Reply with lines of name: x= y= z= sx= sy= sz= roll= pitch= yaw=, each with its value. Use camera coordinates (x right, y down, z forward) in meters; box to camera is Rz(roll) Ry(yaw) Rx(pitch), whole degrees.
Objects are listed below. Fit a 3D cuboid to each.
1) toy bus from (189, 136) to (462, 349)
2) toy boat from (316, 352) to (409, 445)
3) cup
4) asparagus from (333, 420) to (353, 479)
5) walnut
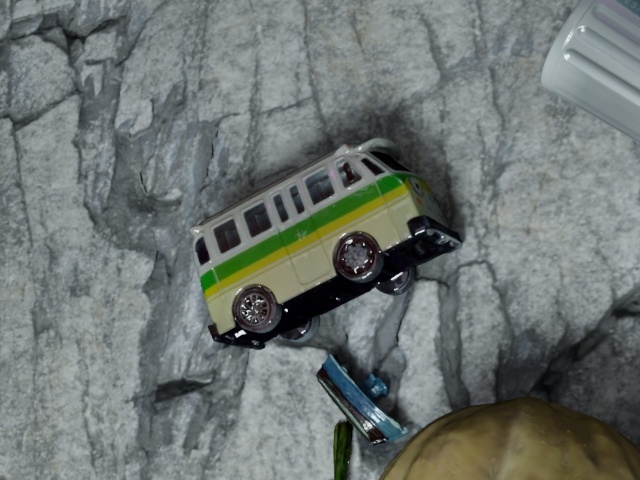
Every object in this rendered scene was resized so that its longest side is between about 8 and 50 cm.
toy bus: x=0.000 y=0.000 z=1.629 sx=0.305 sy=0.143 sz=0.179 roll=-27 pitch=71 yaw=17
toy boat: x=0.053 y=0.192 z=1.625 sx=0.061 sy=0.060 sz=0.137 roll=-35 pitch=63 yaw=-13
cup: x=0.392 y=-0.212 z=1.498 sx=0.202 sy=0.167 sz=0.221 roll=38 pitch=98 yaw=19
asparagus: x=0.022 y=0.326 z=1.596 sx=0.023 sy=0.022 sz=0.232 roll=14 pitch=58 yaw=-16
walnut: x=0.210 y=0.346 z=1.386 sx=0.381 sy=0.381 sz=0.381 roll=-3 pitch=81 yaw=21
